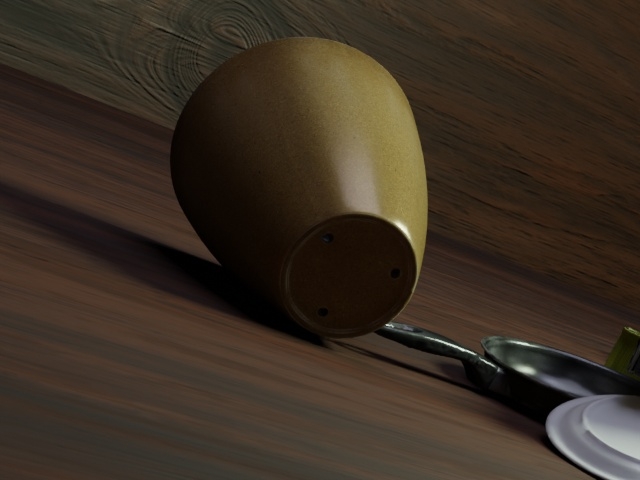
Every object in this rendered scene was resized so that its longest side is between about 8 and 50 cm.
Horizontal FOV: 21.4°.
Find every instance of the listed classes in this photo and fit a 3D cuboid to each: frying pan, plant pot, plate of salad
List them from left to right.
[{"bbox_3d":[0.000,-0.027,1.494,0.237,0.237,0.254,22,19,-21],"label":"plant pot"},{"bbox_3d":[0.200,0.134,1.539,0.197,0.053,0.326,26,12,36],"label":"frying pan"},{"bbox_3d":[0.284,0.179,1.408,0.200,0.048,0.200,6,19,-2],"label":"plate of salad"}]

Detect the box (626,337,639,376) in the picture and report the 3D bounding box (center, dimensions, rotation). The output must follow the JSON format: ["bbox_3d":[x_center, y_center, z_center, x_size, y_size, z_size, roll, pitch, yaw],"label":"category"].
[{"bbox_3d":[0.441,0.126,1.537,0.296,0.073,0.293,23,14,13],"label":"box"}]

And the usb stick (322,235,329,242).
[{"bbox_3d":[0.000,0.000,2.070,0.077,0.045,0.278,18,7,-40],"label":"usb stick"}]

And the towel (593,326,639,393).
[{"bbox_3d":[0.374,0.172,1.631,0.237,0.102,0.021,26,-9,29],"label":"towel"}]
